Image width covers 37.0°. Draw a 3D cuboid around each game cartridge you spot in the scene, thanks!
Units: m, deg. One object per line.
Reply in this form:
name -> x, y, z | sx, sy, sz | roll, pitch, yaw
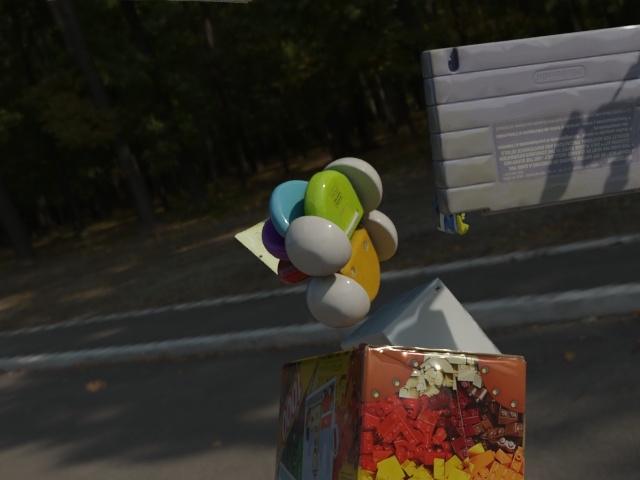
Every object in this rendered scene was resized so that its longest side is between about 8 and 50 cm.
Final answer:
game cartridge -> 0.320, -0.164, 1.303 | 0.355, 0.230, 0.068 | -8, 10, -10

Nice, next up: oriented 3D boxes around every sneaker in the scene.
sneaker -> 0.233, -0.081, 1.758 | 0.059, 0.144, 0.053 | -5, 0, 42

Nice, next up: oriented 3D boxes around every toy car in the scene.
toy car -> 0.000, 0.000, 1.101 | 0.136, 0.182, 0.159 | 3, 43, 28

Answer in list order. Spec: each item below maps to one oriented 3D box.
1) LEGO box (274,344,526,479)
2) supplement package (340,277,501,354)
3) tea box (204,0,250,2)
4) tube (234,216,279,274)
LEGO box -> 0.073, 0.338, 1.230 | 0.193, 0.372, 0.500 | 6, -11, -12
supplement package -> 0.176, 0.200, 1.685 | 0.149, 0.194, 0.203 | -40, 2, -23
tea box -> -0.208, -0.498, 1.225 | 0.329, 0.220, 0.323 | -13, -35, -41
tube -> -0.047, -0.013, 1.406 | 0.070, 0.062, 0.240 | 2, 19, 17
